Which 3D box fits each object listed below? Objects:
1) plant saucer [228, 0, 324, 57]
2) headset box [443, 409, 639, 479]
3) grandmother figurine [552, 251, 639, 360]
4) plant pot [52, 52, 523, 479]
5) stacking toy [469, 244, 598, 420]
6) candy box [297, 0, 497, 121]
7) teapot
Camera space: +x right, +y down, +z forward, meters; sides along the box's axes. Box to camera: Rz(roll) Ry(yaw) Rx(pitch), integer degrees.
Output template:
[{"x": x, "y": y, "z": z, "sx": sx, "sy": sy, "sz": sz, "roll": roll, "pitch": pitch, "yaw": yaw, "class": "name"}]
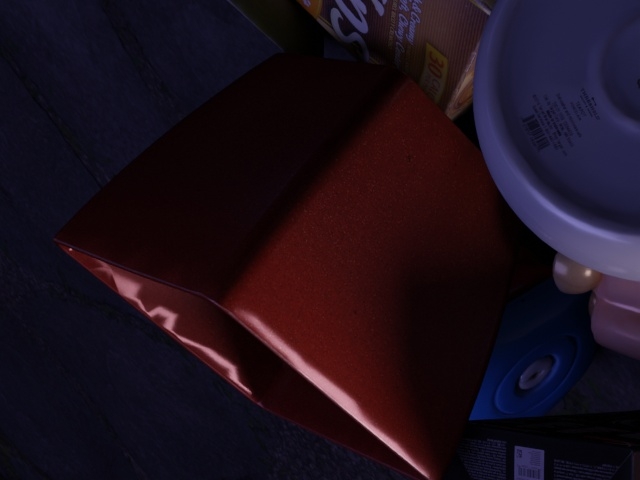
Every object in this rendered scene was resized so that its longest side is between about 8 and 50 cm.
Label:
[{"x": -0.077, "y": -0.236, "z": 1.378, "sx": 0.241, "sy": 0.037, "sz": 0.241, "roll": 43, "pitch": -174, "yaw": -6, "class": "plant saucer"}, {"x": 0.274, "y": 0.193, "z": 1.237, "sx": 0.218, "sy": 0.293, "sz": 0.110, "roll": -1, "pitch": 89, "yaw": 57, "class": "headset box"}, {"x": 0.337, "y": 0.087, "z": 1.145, "sx": 0.342, "sy": 0.104, "sz": 0.208, "roll": 28, "pitch": -178, "yaw": 43, "class": "grandmother figurine"}, {"x": 0.000, "y": 0.000, "z": 1.262, "sx": 0.267, "sy": 0.236, "sz": 0.267, "roll": 42, "pitch": 165, "yaw": -33, "class": "plant pot"}, {"x": 0.100, "y": 0.023, "z": 1.437, "sx": 0.302, "sy": 0.175, "sz": 0.166, "roll": 48, "pitch": 158, "yaw": 34, "class": "stacking toy"}, {"x": 0.027, "y": -0.251, "z": 1.240, "sx": 0.316, "sy": 0.087, "sz": 0.183, "roll": 46, "pitch": 156, "yaw": 12, "class": "candy box"}, {"x": 0.224, "y": -0.077, "z": 1.026, "sx": 0.252, "sy": 0.256, "sz": 0.187, "roll": 18, "pitch": 172, "yaw": 18, "class": "teapot"}]
